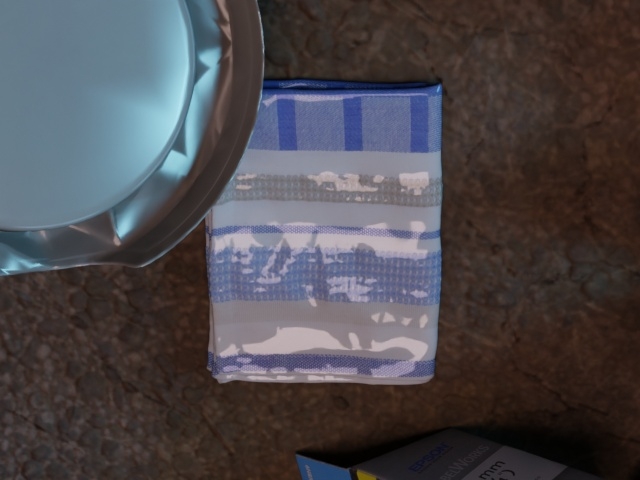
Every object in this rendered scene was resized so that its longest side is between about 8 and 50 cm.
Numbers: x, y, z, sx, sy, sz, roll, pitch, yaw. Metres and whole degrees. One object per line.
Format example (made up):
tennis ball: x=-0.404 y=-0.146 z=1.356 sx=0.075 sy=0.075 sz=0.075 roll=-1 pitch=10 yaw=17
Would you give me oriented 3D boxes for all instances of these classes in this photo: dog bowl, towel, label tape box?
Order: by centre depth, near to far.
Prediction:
dog bowl: x=-0.221 y=-0.135 z=1.006 sx=0.348 sy=0.102 sz=0.349 roll=-4 pitch=100 yaw=-24
towel: x=0.000 y=0.000 z=1.167 sx=0.209 sy=0.034 sz=0.285 roll=2 pitch=115 yaw=4
label tape box: x=0.151 y=0.303 z=1.233 sx=0.333 sy=0.106 sz=0.241 roll=12 pitch=126 yaw=46
